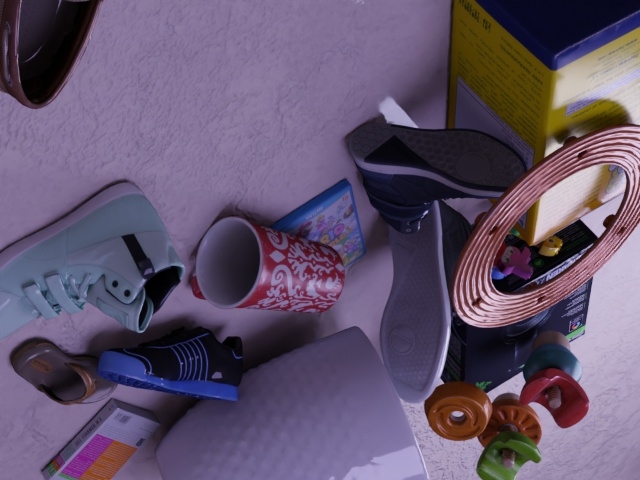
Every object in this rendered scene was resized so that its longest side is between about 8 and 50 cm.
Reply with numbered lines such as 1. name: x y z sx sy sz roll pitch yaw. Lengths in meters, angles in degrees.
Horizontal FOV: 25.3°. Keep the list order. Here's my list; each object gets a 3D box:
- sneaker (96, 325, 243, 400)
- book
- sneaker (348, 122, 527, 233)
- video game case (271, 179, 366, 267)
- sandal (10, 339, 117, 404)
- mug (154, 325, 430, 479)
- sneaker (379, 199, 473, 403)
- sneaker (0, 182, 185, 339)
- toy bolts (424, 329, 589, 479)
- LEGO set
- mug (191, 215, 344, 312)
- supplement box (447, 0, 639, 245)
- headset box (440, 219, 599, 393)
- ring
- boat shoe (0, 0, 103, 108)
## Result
1. sneaker: -0.190 0.149 1.828 0.232 0.081 0.090 18 74 -49
2. book: -0.295 0.281 1.925 0.144 0.035 0.096 -45 145 8
3. sneaker: 0.157 -0.069 1.812 0.163 0.226 0.086 73 35 -56
4. video game case: 0.000 0.000 1.897 0.119 0.015 0.166 -32 147 -12
5. sandal: -0.311 0.172 1.757 0.072 0.049 0.180 -43 148 5
6. mug: -0.052 0.310 2.027 0.328 0.276 0.374 -22 175 -7
7. sneaker: 0.159 0.076 1.957 0.147 0.105 0.295 12 77 -58
8. sneaker: -0.271 0.061 1.566 0.256 0.151 0.094 -37 150 -2
9. toy bolts: 0.285 0.224 2.159 0.218 0.158 0.228 36 121 -16
10. LEGO set: 0.300 -0.006 2.033 0.227 0.093 0.087 -58 173 -36
11. mug: -0.070 0.034 1.795 0.169 0.150 0.113 11 90 -48
12. supplement box: 0.292 -0.200 1.782 0.195 0.194 0.356 -28 147 -18
13. headset box: 0.283 0.094 2.194 0.246 0.131 0.283 -29 147 -16
14. ring: 0.295 -0.019 1.797 0.337 0.032 0.336 -27 145 -20
15. boat shoe: -0.224 -0.258 1.253 0.123 0.116 0.324 -11 138 -38
